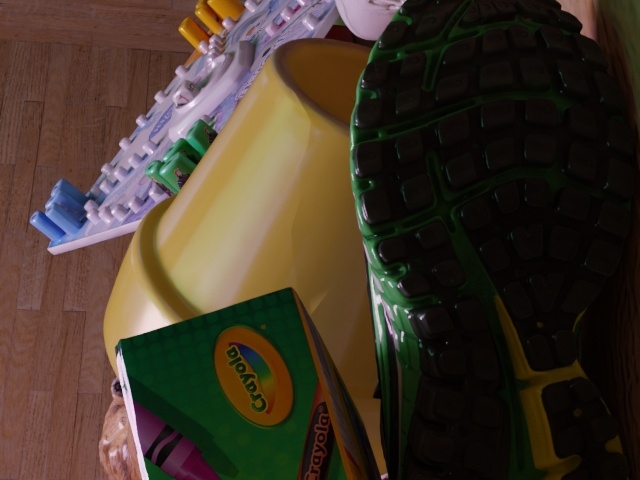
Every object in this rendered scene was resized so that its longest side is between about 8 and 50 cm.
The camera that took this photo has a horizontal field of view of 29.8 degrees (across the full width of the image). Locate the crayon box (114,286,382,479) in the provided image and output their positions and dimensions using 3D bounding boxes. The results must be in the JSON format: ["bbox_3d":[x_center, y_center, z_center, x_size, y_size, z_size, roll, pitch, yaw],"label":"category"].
[{"bbox_3d":[-0.006,0.149,0.577,0.278,0.081,0.165,68,-176,-67],"label":"crayon box"}]

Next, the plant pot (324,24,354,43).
[{"bbox_3d":[-0.051,-0.186,1.549,0.191,0.174,0.191,-177,90,-85],"label":"plant pot"}]

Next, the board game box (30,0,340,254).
[{"bbox_3d":[-0.126,-0.168,1.281,0.390,0.050,0.390,-13,40,57],"label":"board game box"}]

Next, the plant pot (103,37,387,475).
[{"bbox_3d":[0.000,0.000,0.843,0.254,0.254,0.239,-98,27,-57],"label":"plant pot"}]

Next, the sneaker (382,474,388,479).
[{"bbox_3d":[0.072,0.178,0.774,0.057,0.075,0.161,-117,30,-76],"label":"sneaker"}]

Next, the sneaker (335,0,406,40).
[{"bbox_3d":[0.058,-0.237,1.027,0.232,0.090,0.115,103,165,-58],"label":"sneaker"}]

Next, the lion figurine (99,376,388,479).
[{"bbox_3d":[-0.067,0.230,1.111,0.392,0.142,0.240,31,141,31],"label":"lion figurine"}]

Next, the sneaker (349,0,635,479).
[{"bbox_3d":[0.072,0.035,0.605,0.146,0.134,0.343,132,140,-80],"label":"sneaker"}]
